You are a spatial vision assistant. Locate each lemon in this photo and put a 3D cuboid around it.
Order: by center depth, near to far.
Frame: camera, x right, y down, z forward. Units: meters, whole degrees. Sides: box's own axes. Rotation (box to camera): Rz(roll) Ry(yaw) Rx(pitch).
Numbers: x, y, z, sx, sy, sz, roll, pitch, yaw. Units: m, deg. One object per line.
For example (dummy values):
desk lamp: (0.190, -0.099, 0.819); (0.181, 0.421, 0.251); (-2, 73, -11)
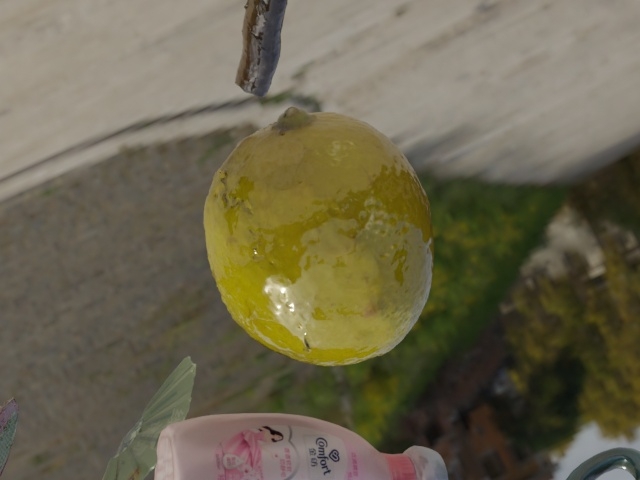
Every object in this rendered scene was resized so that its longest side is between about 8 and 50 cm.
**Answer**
lemon: (0.001, 0.002, 1.742); (0.260, 0.260, 0.284); (-23, 138, -36)

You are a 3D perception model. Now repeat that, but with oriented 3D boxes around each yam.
yam: (-0.073, -0.267, 2.030); (0.057, 0.057, 0.241); (-24, 153, -25)

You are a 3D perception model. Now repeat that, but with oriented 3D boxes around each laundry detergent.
laundry detergent: (-0.017, 0.275, 1.807); (0.335, 0.159, 0.088); (4, 172, -24)

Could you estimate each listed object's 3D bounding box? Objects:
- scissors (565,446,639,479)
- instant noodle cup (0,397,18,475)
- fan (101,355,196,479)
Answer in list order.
scissors: (0.185, 0.286, 1.262); (0.289, 0.138, 0.041); (-41, 148, -16)
instant noodle cup: (-0.504, 0.241, 1.959); (0.193, 0.212, 0.193); (24, 90, -83)
fan: (-0.207, 0.235, 1.912); (0.131, 0.009, 0.240); (-7, -132, 56)
